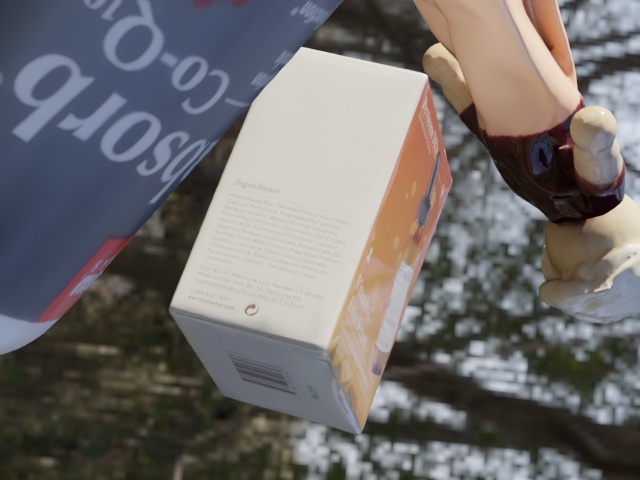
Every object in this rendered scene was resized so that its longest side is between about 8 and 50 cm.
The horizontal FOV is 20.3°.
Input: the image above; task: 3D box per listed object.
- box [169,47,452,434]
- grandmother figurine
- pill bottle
[{"bbox_3d":[0.000,0.000,0.994,0.130,0.091,0.170,66,41,-63],"label":"box"},{"bbox_3d":[0.138,-0.085,1.147,0.342,0.104,0.208,61,-1,-27],"label":"grandmother figurine"},{"bbox_3d":[-0.138,-0.085,0.712,0.363,0.210,0.210,-48,-170,10],"label":"pill bottle"}]
